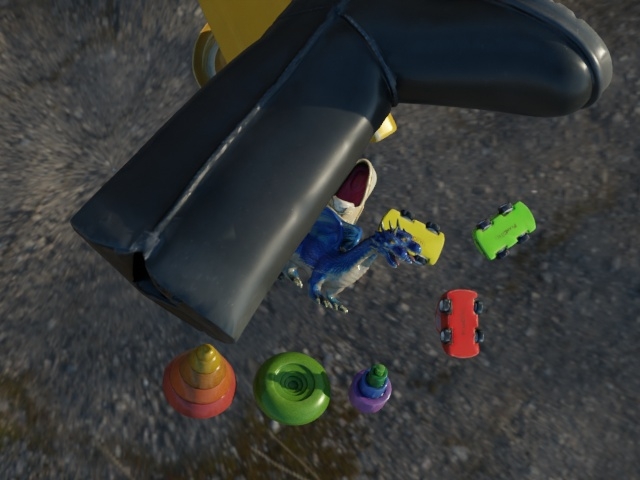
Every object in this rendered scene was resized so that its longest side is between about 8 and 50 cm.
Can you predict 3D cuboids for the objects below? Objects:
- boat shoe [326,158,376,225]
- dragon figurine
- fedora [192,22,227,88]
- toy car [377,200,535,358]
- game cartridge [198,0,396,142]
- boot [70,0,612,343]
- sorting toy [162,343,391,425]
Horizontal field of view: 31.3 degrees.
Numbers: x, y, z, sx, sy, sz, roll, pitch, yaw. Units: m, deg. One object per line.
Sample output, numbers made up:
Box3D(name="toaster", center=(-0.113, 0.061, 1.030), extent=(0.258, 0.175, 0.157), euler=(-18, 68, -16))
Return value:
Box3D(name="boat shoe", center=(0.031, -0.049, 1.695), extent=(0.063, 0.059, 0.170), euler=(22, 72, 11))
Box3D(name="dragon figurine", center=(0.000, 0.000, 1.510), extent=(0.085, 0.289, 0.144), euler=(24, 93, -54))
Box3D(name="fedora", center=(-0.107, -0.293, 1.837), extent=(0.194, 0.079, 0.194), euler=(0, 91, -21))
Box3D(name="toy car", center=(0.211, 0.022, 1.637), extent=(0.225, 0.053, 0.239), euler=(-33, 96, -19))
Box3D(name="game cartridge", center=(-0.050, -0.278, 1.599), extent=(0.053, 0.285, 0.323), euler=(-32, 107, -29))
Box3D(name="boot", center=(0.020, -0.084, 1.138), extent=(0.445, 0.367, 0.146), euler=(-49, 143, -20))
Box3D(name="sorting toy", center=(-0.061, 0.208, 1.794), extent=(0.366, 0.126, 0.127), euler=(5, 57, -8))
